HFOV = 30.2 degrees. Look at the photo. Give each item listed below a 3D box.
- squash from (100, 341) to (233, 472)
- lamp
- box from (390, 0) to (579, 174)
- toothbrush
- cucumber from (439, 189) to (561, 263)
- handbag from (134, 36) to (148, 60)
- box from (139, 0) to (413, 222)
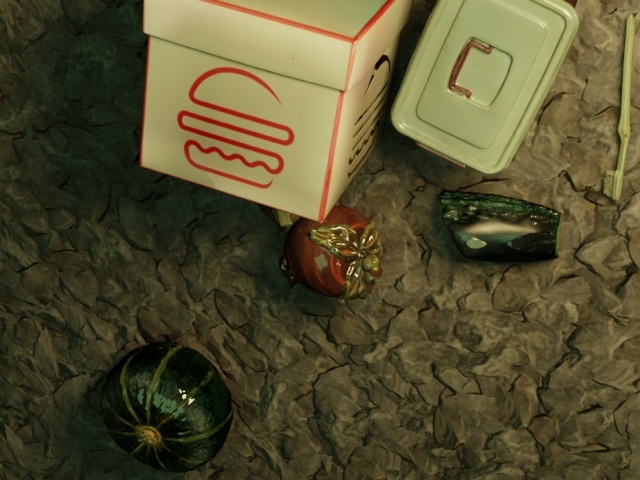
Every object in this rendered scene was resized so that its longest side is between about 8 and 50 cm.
[{"bbox_3d":[-0.285,0.311,2.201,0.252,0.165,0.252,10,123,16],"label":"squash"},{"bbox_3d":[-0.003,0.004,1.941,0.223,0.151,0.215,-2,111,25],"label":"lamp"},{"bbox_3d":[0.242,-0.264,1.695,0.193,0.167,0.294,26,122,5],"label":"box"},{"bbox_3d":[0.445,-0.191,1.738,0.028,0.026,0.294,19,123,29],"label":"toothbrush"},{"bbox_3d":[0.280,-0.010,1.869,0.193,0.086,0.115,4,116,12],"label":"cucumber"},{"bbox_3d":[-0.249,-0.314,1.931,0.111,0.047,0.072,-12,110,24],"label":"handbag"},{"bbox_3d":[-0.063,-0.253,1.735,0.312,0.314,0.300,17,124,12],"label":"box"}]
